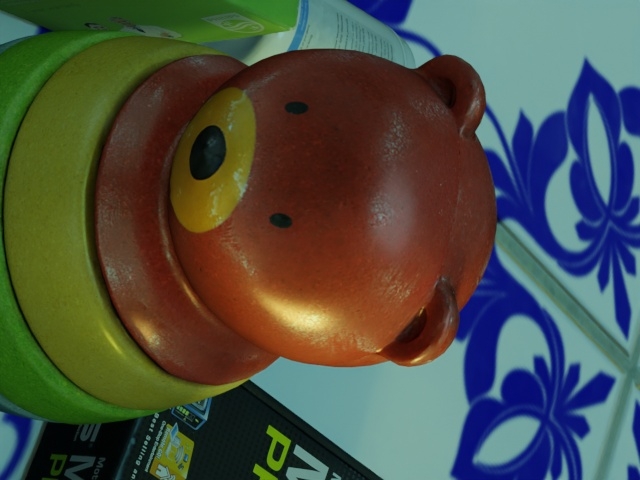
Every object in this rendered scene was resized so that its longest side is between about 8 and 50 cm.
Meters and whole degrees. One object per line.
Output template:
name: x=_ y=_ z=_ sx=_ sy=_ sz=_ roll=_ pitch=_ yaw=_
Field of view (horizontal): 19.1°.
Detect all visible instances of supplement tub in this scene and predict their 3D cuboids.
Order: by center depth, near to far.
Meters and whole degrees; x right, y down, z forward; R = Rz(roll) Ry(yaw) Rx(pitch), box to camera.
supplement tub: x=-0.010 y=-0.093 z=0.949 sx=0.107 sy=0.071 sz=0.071 roll=26 pitch=70 yaw=-46

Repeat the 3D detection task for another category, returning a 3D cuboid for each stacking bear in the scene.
stacking bear: x=-0.067 y=-0.009 z=0.710 sx=0.164 sy=0.289 sz=0.175 roll=31 pitch=66 yaw=-45

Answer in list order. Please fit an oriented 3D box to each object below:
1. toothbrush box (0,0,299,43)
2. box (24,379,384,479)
toothbrush box: x=-0.129 y=-0.216 z=0.775 sx=0.283 sy=0.122 sz=0.206 roll=19 pitch=74 yaw=-46
box: x=-0.066 y=0.204 z=0.881 sx=0.216 sy=0.060 sz=0.270 roll=41 pitch=59 yaw=-40
